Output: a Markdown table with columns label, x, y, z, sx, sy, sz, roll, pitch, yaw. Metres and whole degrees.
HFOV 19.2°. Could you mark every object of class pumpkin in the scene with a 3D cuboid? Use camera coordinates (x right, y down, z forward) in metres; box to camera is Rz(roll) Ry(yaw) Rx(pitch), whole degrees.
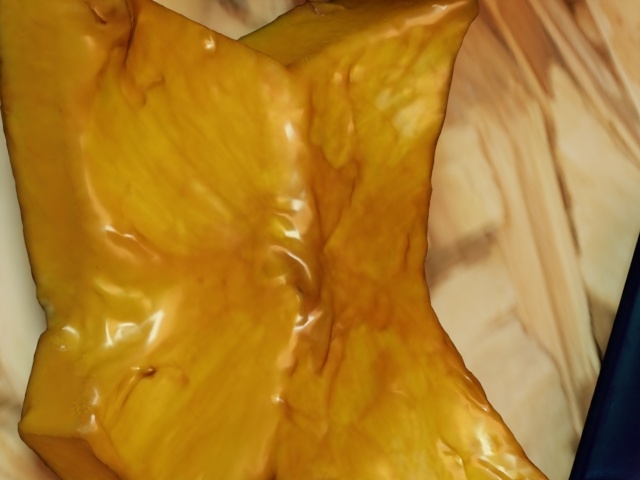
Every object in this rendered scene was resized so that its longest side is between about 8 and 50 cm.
| label | x | y | z | sx | sy | sz | roll | pitch | yaw |
| --- | --- | --- | --- | --- | --- | --- | --- | --- | --- |
| pumpkin | -0.014 | 0.020 | 0.812 | 0.258 | 0.095 | 0.290 | -8 | 89 | -39 |

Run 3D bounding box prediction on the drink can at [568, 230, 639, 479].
| label | x | y | z | sx | sy | sz | roll | pitch | yaw |
| --- | --- | --- | --- | --- | --- | --- | --- | --- | --- |
| drink can | 0.199 | 0.062 | 0.936 | 0.118 | 0.118 | 0.205 | 30 | 66 | -26 |
